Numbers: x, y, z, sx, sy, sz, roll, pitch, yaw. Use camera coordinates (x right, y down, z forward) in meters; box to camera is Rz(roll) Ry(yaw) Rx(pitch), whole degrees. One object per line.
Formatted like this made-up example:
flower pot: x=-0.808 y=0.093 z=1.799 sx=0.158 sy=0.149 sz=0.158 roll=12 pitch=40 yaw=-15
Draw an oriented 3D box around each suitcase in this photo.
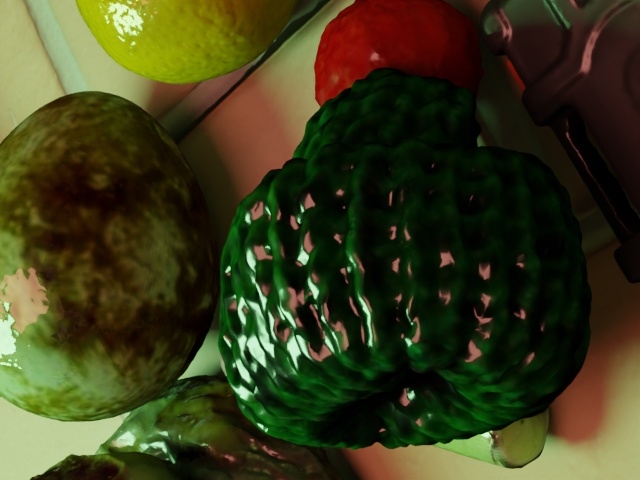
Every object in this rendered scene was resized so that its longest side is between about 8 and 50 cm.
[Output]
suitcase: x=0.237 y=-0.086 z=0.884 sx=0.206 sy=0.066 sz=0.285 roll=-42 pitch=71 yaw=43

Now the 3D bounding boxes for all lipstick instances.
lipstick: x=0.045 y=0.111 z=1.127 sx=0.304 sy=0.076 sz=0.076 roll=12 pitch=109 yaw=44

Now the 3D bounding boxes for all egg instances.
egg: x=-0.204 y=0.014 z=1.240 sx=0.238 sy=0.238 sz=0.289 roll=2 pitch=78 yaw=45

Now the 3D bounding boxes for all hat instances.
hat: x=0.043 y=-0.034 z=0.961 sx=0.274 sy=0.242 sz=0.332 roll=-34 pitch=51 yaw=51

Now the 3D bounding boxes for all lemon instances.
lemon: x=-0.101 y=-0.215 z=1.115 sx=0.203 sy=0.178 sz=0.178 roll=-20 pitch=86 yaw=34

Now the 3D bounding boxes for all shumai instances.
shumai: x=-0.138 y=0.286 z=1.224 sx=0.309 sy=0.263 sz=0.304 roll=-6 pitch=94 yaw=46
